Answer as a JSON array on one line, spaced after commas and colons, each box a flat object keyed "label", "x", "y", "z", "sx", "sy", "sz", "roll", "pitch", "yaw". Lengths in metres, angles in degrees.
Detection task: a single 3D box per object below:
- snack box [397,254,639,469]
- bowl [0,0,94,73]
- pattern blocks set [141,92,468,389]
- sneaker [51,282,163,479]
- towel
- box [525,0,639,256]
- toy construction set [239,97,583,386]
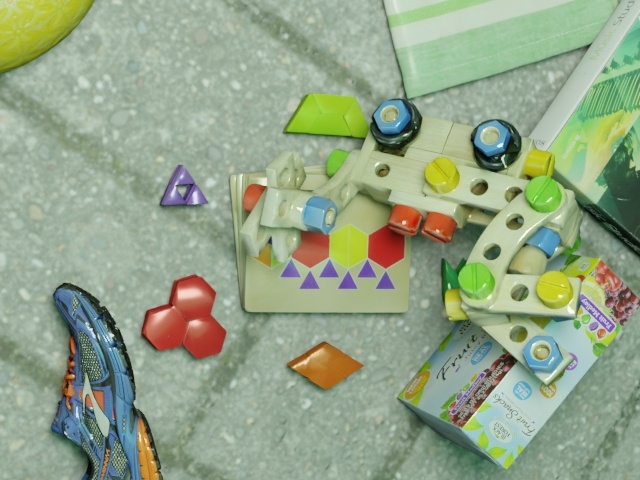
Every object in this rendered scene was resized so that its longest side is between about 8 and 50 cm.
[{"label": "snack box", "x": 0.188, "y": 0.107, "z": 1.453, "sx": 0.070, "sy": 0.174, "sz": 0.207, "roll": 44, "pitch": 82, "yaw": -15}, {"label": "bowl", "x": -0.299, "y": -0.281, "z": 1.250, "sx": 0.289, "sy": 0.156, "sz": 0.289, "roll": -1, "pitch": 94, "yaw": -17}, {"label": "pattern blocks set", "x": 0.000, "y": 0.000, "z": 1.465, "sx": 0.325, "sy": 0.026, "sz": 0.285, "roll": 9, "pitch": 91, "yaw": -18}, {"label": "sneaker", "x": -0.211, "y": 0.146, "z": 1.385, "sx": 0.087, "sy": 0.083, "sz": 0.221, "roll": -17, "pitch": 95, "yaw": -7}, {"label": "towel", "x": 0.158, "y": -0.330, "z": 1.490, "sx": 0.248, "sy": 0.038, "sz": 0.325, "roll": -17, "pitch": 100, "yaw": -14}, {"label": "box", "x": 0.384, "y": -0.088, "z": 1.546, "sx": 0.322, "sy": 0.058, "sz": 0.232, "roll": 37, "pitch": 83, "yaw": -21}, {"label": "toy construction set", "x": 0.098, "y": -0.015, "z": 1.369, "sx": 0.328, "sy": 0.151, "sz": 0.215, "roll": 19, "pitch": 75, "yaw": 11}]
